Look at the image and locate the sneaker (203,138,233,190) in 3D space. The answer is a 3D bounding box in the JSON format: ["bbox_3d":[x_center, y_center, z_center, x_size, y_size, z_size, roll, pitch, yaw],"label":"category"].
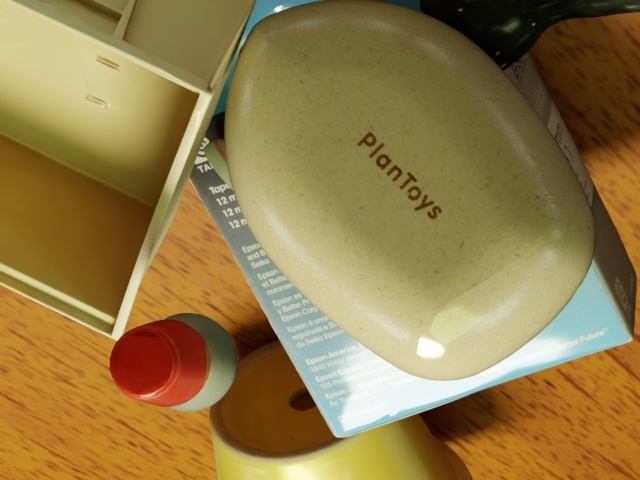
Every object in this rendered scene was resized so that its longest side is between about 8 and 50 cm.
[{"bbox_3d":[-0.014,-0.038,1.226,0.070,0.134,0.051,-47,175,6],"label":"sneaker"}]

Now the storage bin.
[{"bbox_3d":[-0.200,-0.103,1.170,0.260,0.123,0.262,25,139,-1],"label":"storage bin"}]

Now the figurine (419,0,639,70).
[{"bbox_3d":[0.113,-0.211,1.079,0.209,0.092,0.215,-24,109,43],"label":"figurine"}]

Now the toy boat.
[{"bbox_3d":[0.000,0.000,1.138,0.318,0.267,0.148,-38,170,6],"label":"toy boat"}]

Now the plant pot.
[{"bbox_3d":[0.012,0.221,1.586,0.254,0.254,0.239,-10,126,9],"label":"plant pot"}]

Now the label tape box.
[{"bbox_3d":[0.051,-0.051,1.292,0.249,0.115,0.348,-21,109,22],"label":"label tape box"}]
